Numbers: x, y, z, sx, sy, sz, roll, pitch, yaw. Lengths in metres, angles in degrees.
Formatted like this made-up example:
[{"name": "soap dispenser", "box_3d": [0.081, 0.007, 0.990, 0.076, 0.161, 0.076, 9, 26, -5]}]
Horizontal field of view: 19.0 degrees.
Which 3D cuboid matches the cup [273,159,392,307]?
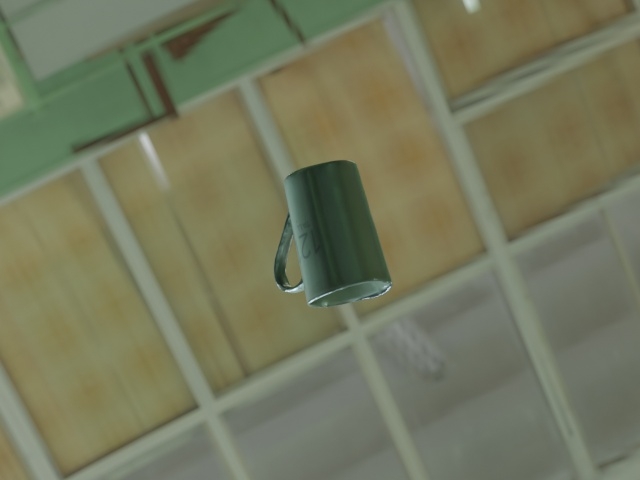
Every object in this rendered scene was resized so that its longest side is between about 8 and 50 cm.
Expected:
[{"name": "cup", "box_3d": [0.005, -0.001, 1.206, 0.054, 0.083, 0.075, -7, 165, -28]}]
